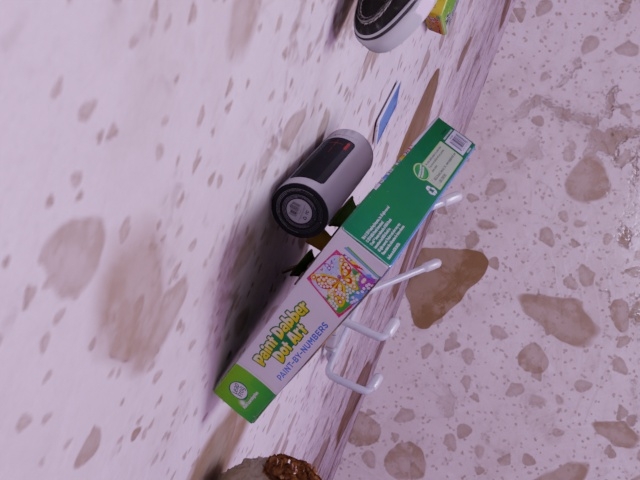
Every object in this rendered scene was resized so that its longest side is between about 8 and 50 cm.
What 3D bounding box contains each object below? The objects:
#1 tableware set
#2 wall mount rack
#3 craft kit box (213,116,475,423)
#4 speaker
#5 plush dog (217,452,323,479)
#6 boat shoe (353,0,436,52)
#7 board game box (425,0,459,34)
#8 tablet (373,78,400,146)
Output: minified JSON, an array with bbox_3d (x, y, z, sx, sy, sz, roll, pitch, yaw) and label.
[{"bbox_3d":[0.000,0.000,0.825,0.104,0.024,0.154,-51,177,-6],"label":"tableware set"},{"bbox_3d":[0.109,0.073,1.311,0.350,0.130,0.304,96,18,-56],"label":"wall mount rack"},{"bbox_3d":[0.027,0.024,0.768,0.246,0.061,0.250,-56,175,37],"label":"craft kit box"},{"bbox_3d":[0.005,-0.056,0.745,0.136,0.055,0.055,-52,161,-55],"label":"speaker"},{"bbox_3d":[-0.086,0.335,0.837,0.262,0.210,0.225,-41,-154,41],"label":"plush dog"},{"bbox_3d":[0.072,-0.266,0.660,0.070,0.078,0.219,17,99,-45],"label":"boat shoe"},{"bbox_3d":[0.199,-0.415,1.075,0.124,0.039,0.259,-11,125,-78],"label":"board game box"},{"bbox_3d":[0.089,-0.171,1.074,0.054,0.006,0.083,93,20,-58],"label":"tablet"}]
